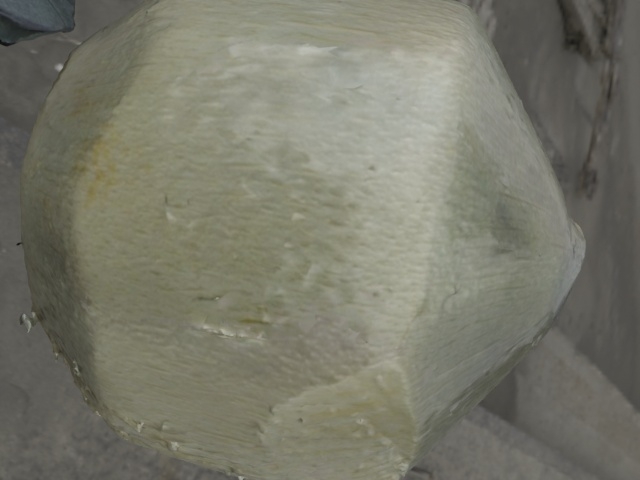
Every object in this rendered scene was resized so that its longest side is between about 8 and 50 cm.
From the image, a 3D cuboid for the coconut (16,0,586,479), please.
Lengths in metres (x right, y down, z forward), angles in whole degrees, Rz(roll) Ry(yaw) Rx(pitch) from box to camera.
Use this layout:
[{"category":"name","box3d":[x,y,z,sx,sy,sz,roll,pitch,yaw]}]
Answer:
[{"category":"coconut","box3d":[0.000,0.000,0.460,0.245,0.247,0.245,15,90,-77]}]

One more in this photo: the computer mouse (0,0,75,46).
[{"category":"computer mouse","box3d":[-0.392,-0.280,0.819,0.203,0.373,0.114,-93,-160,-61]}]
